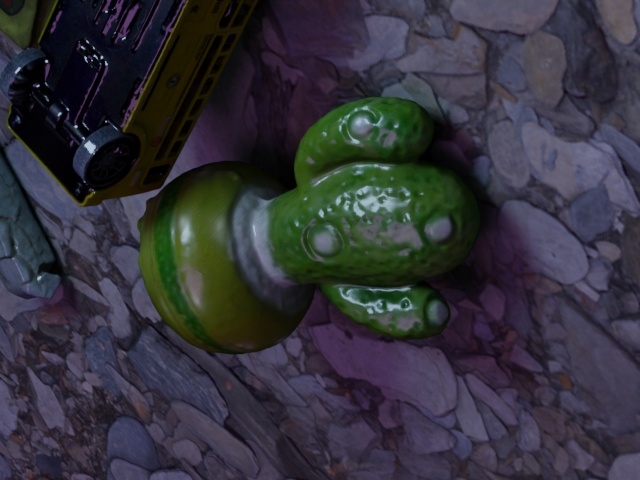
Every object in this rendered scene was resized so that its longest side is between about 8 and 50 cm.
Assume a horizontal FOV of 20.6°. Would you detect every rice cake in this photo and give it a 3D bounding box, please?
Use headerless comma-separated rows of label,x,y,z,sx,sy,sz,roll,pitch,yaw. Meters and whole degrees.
rice cake,-0.388,-0.080,1.970,0.066,0.063,0.336,-6,116,55

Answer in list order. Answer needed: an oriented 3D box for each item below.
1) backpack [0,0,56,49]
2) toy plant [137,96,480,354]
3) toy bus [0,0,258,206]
backpack,-0.286,-0.309,1.660,0.253,0.140,0.207,42,137,23
toy plant,0.000,0.000,1.612,0.315,0.184,0.224,-15,99,36
toy bus,-0.152,-0.199,1.563,0.145,0.151,0.331,46,121,27
